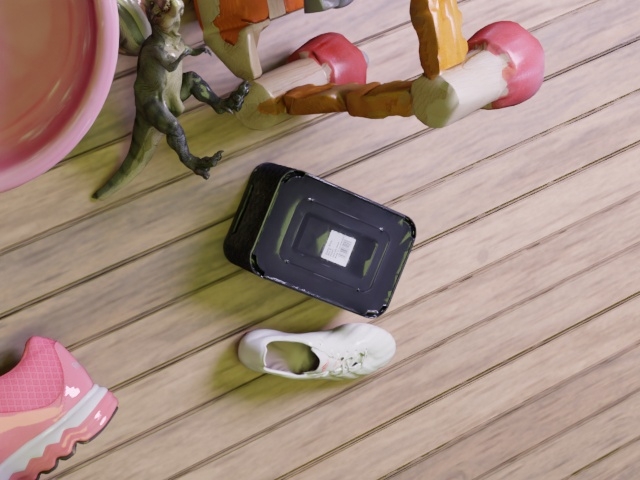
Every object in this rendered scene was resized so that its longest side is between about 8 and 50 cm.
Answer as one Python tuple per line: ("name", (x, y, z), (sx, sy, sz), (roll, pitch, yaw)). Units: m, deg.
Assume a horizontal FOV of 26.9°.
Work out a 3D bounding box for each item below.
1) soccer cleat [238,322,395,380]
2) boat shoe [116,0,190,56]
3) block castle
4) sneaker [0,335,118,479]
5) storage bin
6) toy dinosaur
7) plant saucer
("soccer cleat", (0.003, 0.130, 1.504), (0.196, 0.076, 0.068), (2, 98, -25))
("boat shoe", (-0.232, -0.338, 1.300), (0.116, 0.123, 0.324), (-40, 122, -18))
("block castle", (0.038, -0.337, 1.308), (0.213, 0.303, 0.453), (-32, 116, -49))
("sneaker", (-0.363, 0.215, 1.349), (0.314, 0.116, 0.136), (-36, 92, -14))
("storage bin", (0.000, 0.000, 1.477), (0.180, 0.084, 0.122), (22, 89, -26))
("toy dinosaur", (-0.143, -0.129, 1.330), (0.118, 0.064, 0.268), (24, 125, 5))
("plant saucer", (-0.352, -0.203, 1.233), (0.332, 0.084, 0.332), (-3, 112, -6))
